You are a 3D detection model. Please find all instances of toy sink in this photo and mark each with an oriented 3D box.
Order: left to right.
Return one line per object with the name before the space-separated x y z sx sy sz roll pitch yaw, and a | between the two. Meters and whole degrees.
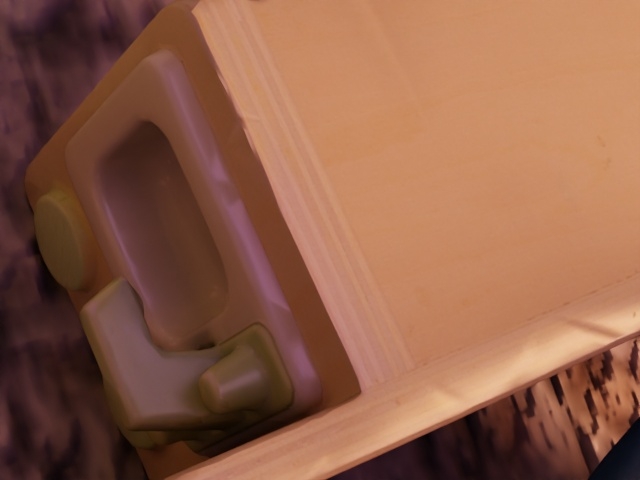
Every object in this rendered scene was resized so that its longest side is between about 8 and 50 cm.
toy sink | 0.000 0.000 0.509 0.234 0.153 0.131 -21 82 -30

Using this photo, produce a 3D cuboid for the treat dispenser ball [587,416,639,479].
treat dispenser ball | 0.196 0.150 0.473 0.288 0.288 0.288 9 68 -24
